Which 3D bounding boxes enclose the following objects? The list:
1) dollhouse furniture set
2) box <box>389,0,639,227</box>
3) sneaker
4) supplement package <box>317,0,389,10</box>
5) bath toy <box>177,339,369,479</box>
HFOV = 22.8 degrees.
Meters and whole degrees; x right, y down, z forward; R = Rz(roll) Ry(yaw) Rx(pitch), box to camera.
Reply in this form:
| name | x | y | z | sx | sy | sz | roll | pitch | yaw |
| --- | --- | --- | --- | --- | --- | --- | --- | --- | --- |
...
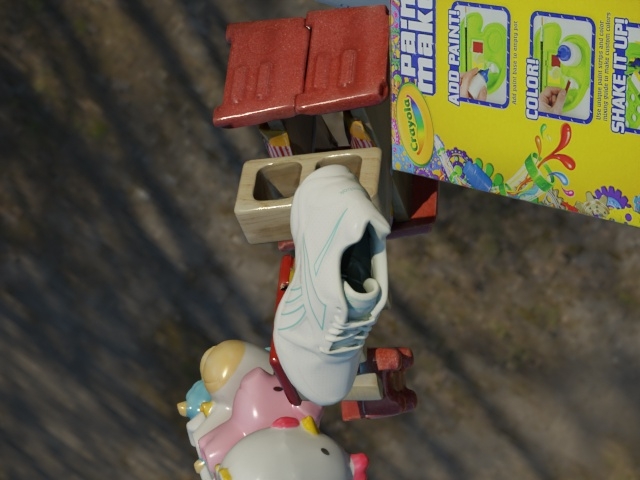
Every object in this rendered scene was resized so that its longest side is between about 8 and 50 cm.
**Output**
| name | x | y | z | sx | sy | sz | roll | pitch | yaw |
| --- | --- | --- | --- | --- | --- | --- | --- | --- | --- |
| dollhouse furniture set | 0.000 | 0.000 | 1.338 | 0.152 | 0.374 | 0.201 | -6 | 140 | 16 |
| box | 0.245 | -0.133 | 1.104 | 0.279 | 0.290 | 0.177 | 16 | 115 | 44 |
| sneaker | 0.009 | 0.036 | 0.907 | 0.061 | 0.053 | 0.152 | 45 | 140 | 50 |
| supplement package | 0.069 | -0.340 | 1.515 | 0.177 | 0.175 | 0.293 | 16 | 169 | -4 |
| bath toy | -0.048 | 0.177 | 1.437 | 0.348 | 0.129 | 0.151 | -148 | 43 | -76 |
